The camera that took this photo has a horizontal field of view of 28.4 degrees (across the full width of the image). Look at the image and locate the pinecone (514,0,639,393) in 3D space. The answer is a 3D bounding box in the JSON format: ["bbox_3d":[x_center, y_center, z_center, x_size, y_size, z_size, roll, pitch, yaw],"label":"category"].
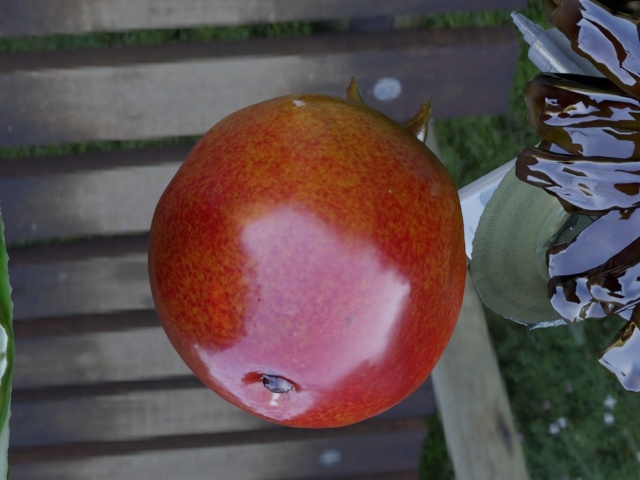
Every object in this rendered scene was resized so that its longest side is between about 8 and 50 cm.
[{"bbox_3d":[0.278,-0.058,0.668,0.397,0.398,0.398,-4,145,-3],"label":"pinecone"}]

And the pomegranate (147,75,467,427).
[{"bbox_3d":[0.000,0.000,0.860,0.220,0.257,0.221,21,142,17],"label":"pomegranate"}]

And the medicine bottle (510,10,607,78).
[{"bbox_3d":[0.321,-0.242,1.694,0.057,0.199,0.058,-31,153,-17],"label":"medicine bottle"}]

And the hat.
[{"bbox_3d":[0.266,0.003,1.164,0.252,0.252,0.110,-30,126,30],"label":"hat"}]

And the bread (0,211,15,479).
[{"bbox_3d":[-0.261,0.037,0.755,0.129,0.382,0.366,-2,162,-22],"label":"bread"}]

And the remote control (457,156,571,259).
[{"bbox_3d":[0.251,-0.056,1.339,0.250,0.034,0.103,-29,117,24],"label":"remote control"}]
